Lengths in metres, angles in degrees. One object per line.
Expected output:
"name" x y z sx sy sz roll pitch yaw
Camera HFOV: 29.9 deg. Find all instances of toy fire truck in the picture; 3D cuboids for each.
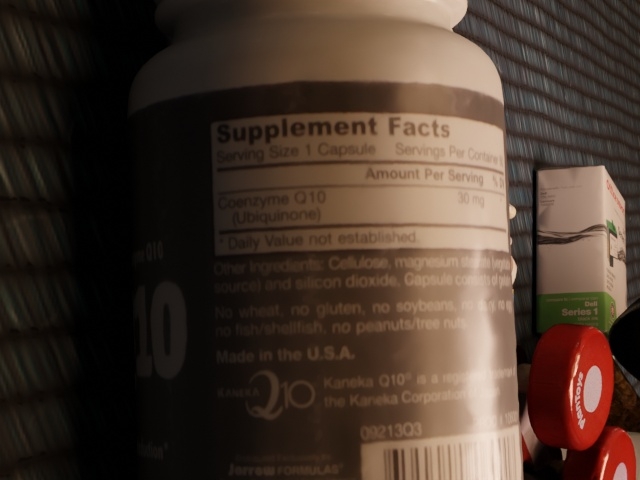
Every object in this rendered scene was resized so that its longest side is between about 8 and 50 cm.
"toy fire truck" 0.131 0.211 0.977 0.254 0.169 0.302 -56 137 -36

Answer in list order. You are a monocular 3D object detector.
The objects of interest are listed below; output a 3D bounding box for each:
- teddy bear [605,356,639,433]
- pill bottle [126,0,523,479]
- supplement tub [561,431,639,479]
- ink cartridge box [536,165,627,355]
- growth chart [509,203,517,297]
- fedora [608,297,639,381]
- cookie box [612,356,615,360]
"teddy bear" 0.386 0.268 1.522 0.338 0.113 0.245 46 11 -50
"pill bottle" 0.000 0.000 0.646 0.204 0.204 0.361 10 77 -66
"supplement tub" 0.346 0.395 1.335 0.228 0.228 0.316 -58 138 -54
"ink cartridge box" 0.340 0.029 1.552 0.160 0.093 0.219 34 56 -61
"growth chart" 0.190 0.053 1.298 0.172 0.021 0.237 27 63 -64
"fedora" 0.480 0.178 1.330 0.334 0.334 0.152 57 39 -47
"cookie box" 0.390 0.169 1.706 0.107 0.040 0.091 -50 132 -57
